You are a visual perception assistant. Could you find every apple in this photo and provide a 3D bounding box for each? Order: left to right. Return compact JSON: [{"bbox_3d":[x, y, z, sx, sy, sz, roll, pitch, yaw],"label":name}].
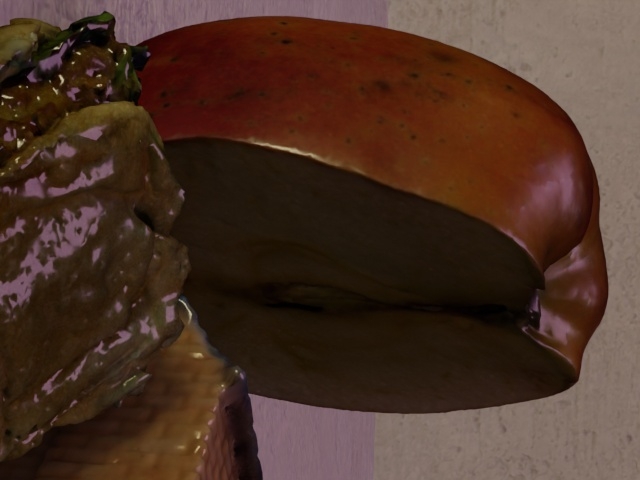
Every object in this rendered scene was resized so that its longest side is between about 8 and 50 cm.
[{"bbox_3d":[0.000,0.000,1.199,0.329,0.365,0.295,-30,121,-65],"label":"apple"}]

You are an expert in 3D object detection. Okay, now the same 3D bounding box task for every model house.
[{"bbox_3d":[-0.123,0.126,1.000,0.172,0.183,0.166,-76,165,-45],"label":"model house"}]

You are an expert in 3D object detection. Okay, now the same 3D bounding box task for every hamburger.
[{"bbox_3d":[-0.159,-0.001,0.863,0.183,0.130,0.206,-37,139,-40],"label":"hamburger"}]
